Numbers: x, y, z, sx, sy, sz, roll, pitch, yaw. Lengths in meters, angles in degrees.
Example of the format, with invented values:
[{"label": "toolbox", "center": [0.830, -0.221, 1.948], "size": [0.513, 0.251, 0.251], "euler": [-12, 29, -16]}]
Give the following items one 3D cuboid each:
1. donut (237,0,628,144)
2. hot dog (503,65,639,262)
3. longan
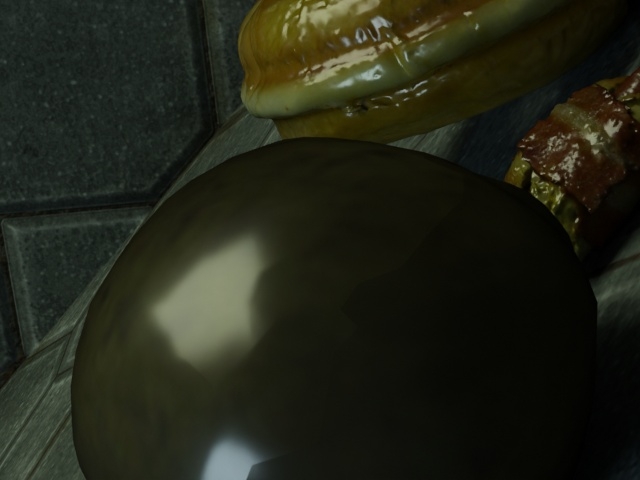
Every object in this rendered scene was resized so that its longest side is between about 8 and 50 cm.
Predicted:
[{"label": "donut", "center": [0.118, -0.239, 1.855], "size": [0.449, 0.198, 0.449], "euler": [-24, 12, 5]}, {"label": "hot dog", "center": [0.224, -0.071, 1.469], "size": [0.213, 0.103, 0.146], "euler": [-52, 12, -2]}, {"label": "longan", "center": [0.019, 0.091, 1.231], "size": [0.404, 0.336, 0.404], "euler": [-26, 4, 2]}]
